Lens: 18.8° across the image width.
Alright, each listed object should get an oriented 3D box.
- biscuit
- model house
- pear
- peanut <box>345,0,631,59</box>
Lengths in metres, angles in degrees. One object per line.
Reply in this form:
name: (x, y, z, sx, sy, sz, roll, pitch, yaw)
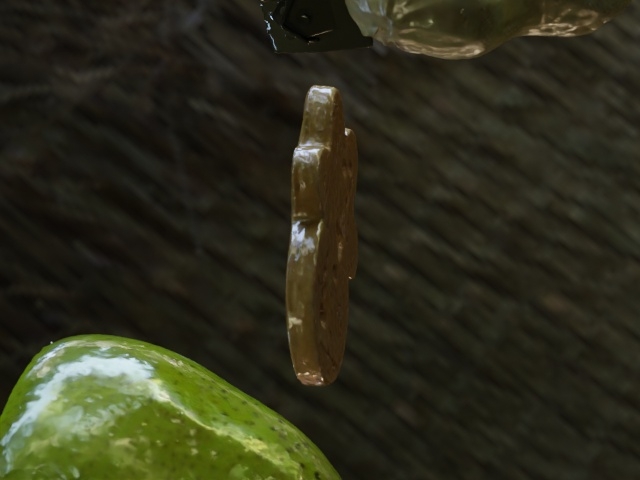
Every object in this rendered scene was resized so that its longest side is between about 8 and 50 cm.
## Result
biscuit: (-0.003, 0.000, 2.292, 0.275, 0.052, 0.355, 63, -150, -66)
model house: (-0.019, -0.284, 1.889, 0.243, 0.211, 0.204, -17, 23, -3)
pear: (-0.122, 0.248, 1.617, 0.238, 0.318, 0.342, 93, -170, -56)
peanut: (0.122, -0.179, 1.349, 0.214, 0.098, 0.090, -11, -59, -19)
